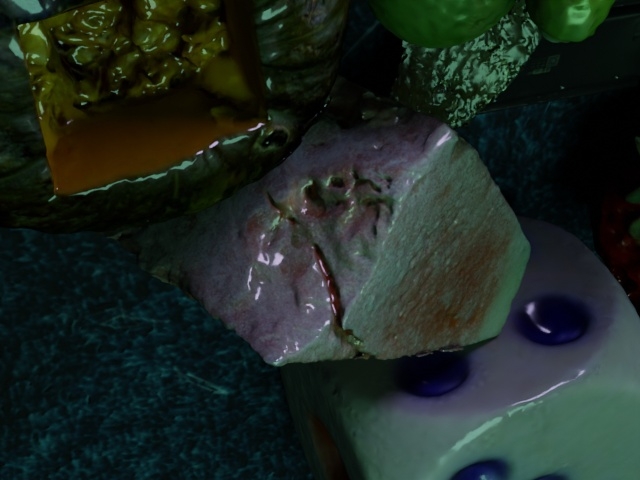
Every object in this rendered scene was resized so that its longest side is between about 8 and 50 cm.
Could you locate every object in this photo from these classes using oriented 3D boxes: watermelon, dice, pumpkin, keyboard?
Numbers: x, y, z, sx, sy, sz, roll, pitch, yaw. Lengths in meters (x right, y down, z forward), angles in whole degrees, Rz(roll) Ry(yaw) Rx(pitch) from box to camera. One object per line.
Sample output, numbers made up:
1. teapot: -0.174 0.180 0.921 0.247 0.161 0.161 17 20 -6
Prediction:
1. watermelon: 0.000 0.000 1.035 0.310 0.232 0.193 35 82 -4
2. dice: 0.121 0.138 1.236 0.251 0.243 0.259 -21 133 -12
3. pumpkin: -0.127 -0.143 0.860 0.320 0.192 0.320 -14 134 -15
4. keyboard: 0.163 -0.143 1.155 0.230 0.025 0.094 -12 135 -22

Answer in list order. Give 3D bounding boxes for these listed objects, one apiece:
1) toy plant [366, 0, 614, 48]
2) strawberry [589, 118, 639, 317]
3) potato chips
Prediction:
1. toy plant: 0.133 -0.256 0.900 0.316 0.224 0.184 -54 155 19
2. strawberry: 0.371 -0.026 1.246 0.257 0.257 0.277 -58 162 25
3. potato chips: 0.106 -0.167 1.078 0.209 0.026 0.142 -49 120 1
